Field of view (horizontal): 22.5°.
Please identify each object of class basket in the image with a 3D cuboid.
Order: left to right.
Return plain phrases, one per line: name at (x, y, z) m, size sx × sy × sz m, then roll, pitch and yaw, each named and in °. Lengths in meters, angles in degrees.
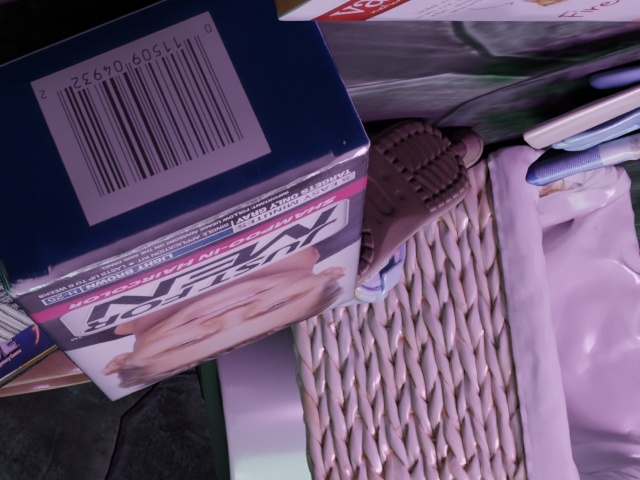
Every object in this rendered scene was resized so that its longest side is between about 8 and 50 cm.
basket at (0.156, 0.099, 1.539) m, size 0.266 × 0.331 × 0.328 m, roll -12°, pitch 174°, yaw 26°

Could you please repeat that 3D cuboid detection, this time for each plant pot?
plant pot at (-0.302, 0.109, 1.828) m, size 0.237 × 0.109 × 0.237 m, roll -10°, pitch 173°, yaw -1°

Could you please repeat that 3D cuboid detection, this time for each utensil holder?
utensil holder at (0.047, 0.175, 2.097) m, size 0.385 × 0.327 × 0.327 m, roll -7°, pitch 173°, yaw -9°

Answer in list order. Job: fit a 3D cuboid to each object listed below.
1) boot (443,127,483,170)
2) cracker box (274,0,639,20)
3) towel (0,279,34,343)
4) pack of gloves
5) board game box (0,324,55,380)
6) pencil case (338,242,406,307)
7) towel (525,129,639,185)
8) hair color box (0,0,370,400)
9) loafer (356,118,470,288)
boot at (0.074, -0.054, 1.274) m, size 0.118 × 0.042 × 0.087 m, roll -21°, pitch -179°, yaw 12°
cracker box at (0.112, -0.132, 0.583) m, size 0.232 × 0.067 × 0.156 m, roll -5°, pitch 171°, yaw -37°
towel at (-0.186, 0.017, 1.145) m, size 0.312 × 0.056 × 0.324 m, roll -27°, pitch 174°, yaw 1°
pack of gloves at (0.248, -0.123, 1.080) m, size 0.232 × 0.046 × 0.195 m, roll -23°, pitch 172°, yaw 14°
board game box at (-0.308, 0.117, 1.487) m, size 0.165 × 0.042 × 0.243 m, roll -33°, pitch 180°, yaw -31°
pencil case at (-0.062, 0.018, 1.357) m, size 0.273 × 0.124 × 0.113 m, roll -17°, pitch 176°, yaw 35°
towel at (0.310, -0.090, 1.255) m, size 0.285 × 0.034 × 0.209 m, roll -15°, pitch -177°, yaw 16°
hair color box at (-0.072, -0.013, 0.857) m, size 0.174 × 0.105 × 0.347 m, roll -22°, pitch 168°, yaw -5°
loafer at (0.000, 0.000, 1.133) m, size 0.268 × 0.102 × 0.092 m, roll -25°, pitch 164°, yaw -41°
